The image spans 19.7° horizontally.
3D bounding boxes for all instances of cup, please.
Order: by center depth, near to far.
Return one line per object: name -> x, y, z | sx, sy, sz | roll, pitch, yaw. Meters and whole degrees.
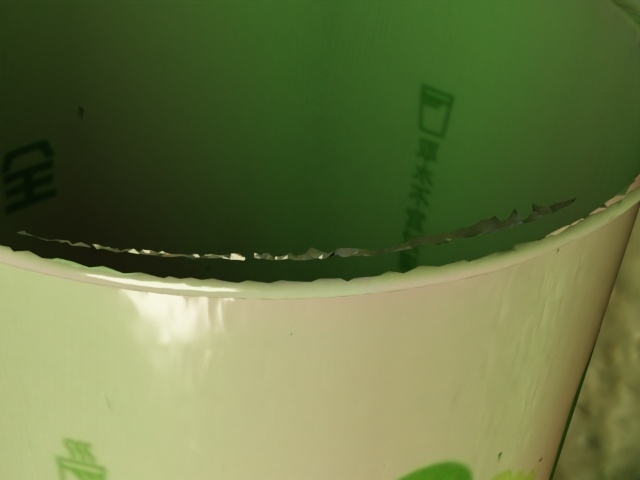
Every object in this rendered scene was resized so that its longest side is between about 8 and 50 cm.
cup -> -0.032, 0.045, 0.574 | 0.253, 0.253, 0.274 | 20, 125, 21

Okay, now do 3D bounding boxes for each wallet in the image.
wallet -> 0.007, -0.096, 0.667 | 0.155, 0.039, 0.110 | -30, 70, 24
